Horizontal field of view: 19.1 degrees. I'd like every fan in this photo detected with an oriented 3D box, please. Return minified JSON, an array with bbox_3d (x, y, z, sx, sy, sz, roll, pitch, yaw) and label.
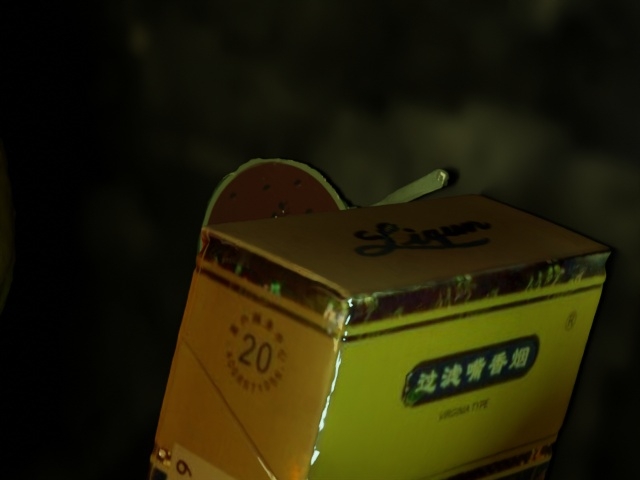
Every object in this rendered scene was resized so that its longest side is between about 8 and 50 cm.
[{"bbox_3d":[0.000,0.000,0.728,0.133,0.005,0.085,-29,77,37],"label":"fan"}]

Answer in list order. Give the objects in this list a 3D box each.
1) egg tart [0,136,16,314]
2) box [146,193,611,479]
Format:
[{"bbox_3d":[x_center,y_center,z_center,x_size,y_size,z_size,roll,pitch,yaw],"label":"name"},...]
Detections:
[{"bbox_3d":[-0.226,-0.009,0.832,0.294,0.123,0.294,5,99,33],"label":"egg tart"},{"bbox_3d":[0.005,0.107,0.644,0.070,0.152,0.237,28,111,34],"label":"box"}]
